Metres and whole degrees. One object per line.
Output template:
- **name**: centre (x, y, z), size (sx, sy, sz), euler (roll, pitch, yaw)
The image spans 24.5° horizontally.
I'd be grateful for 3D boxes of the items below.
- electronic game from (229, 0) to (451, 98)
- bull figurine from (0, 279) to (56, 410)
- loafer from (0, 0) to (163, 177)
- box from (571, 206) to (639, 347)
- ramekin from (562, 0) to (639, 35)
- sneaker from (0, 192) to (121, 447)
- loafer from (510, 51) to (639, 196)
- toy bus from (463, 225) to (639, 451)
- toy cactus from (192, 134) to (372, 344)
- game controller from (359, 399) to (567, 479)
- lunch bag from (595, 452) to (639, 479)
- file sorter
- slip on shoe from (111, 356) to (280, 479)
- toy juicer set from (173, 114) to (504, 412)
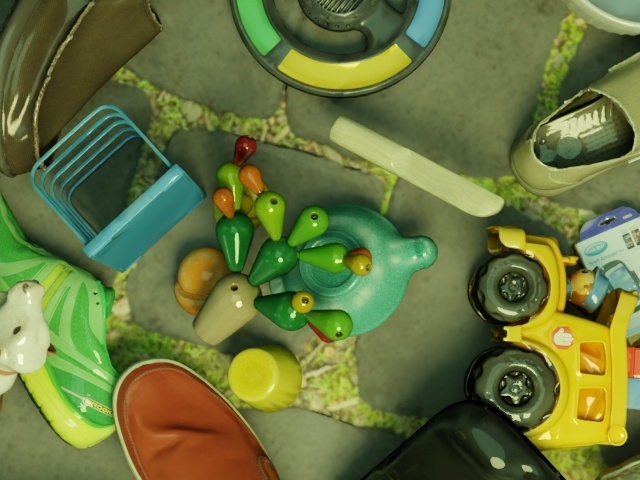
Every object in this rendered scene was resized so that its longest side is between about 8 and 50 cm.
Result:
- **electronic game**: centre (0.020, -0.259, 1.509), size (0.229, 0.048, 0.229), euler (0, 86, 1)
- **bull figurine**: centre (-0.343, 0.095, 1.382), size (0.101, 0.310, 0.188), euler (-22, 71, -35)
- **loafer**: centre (-0.224, -0.226, 1.467), size (0.130, 0.134, 0.366), euler (21, 87, 2)
- **box**: centre (0.313, 0.037, 1.495), size (0.081, 0.028, 0.136), euler (-23, 84, 0)
- **ramekin**: centre (0.319, -0.302, 1.478), size (0.207, 0.109, 0.207), euler (0, 85, 1)
- **sneaker**: centre (-0.272, 0.060, 1.475), size (0.123, 0.109, 0.295), euler (-29, 89, -16)
- **loafer**: centre (0.312, -0.126, 1.458), size (0.268, 0.092, 0.102), euler (-33, 87, 8)
- **toy bus**: centre (0.248, 0.098, 1.427), size (0.211, 0.149, 0.220), euler (1, 86, 3)
- **toy cactus**: centre (-0.053, 0.026, 1.404), size (0.180, 0.112, 0.219), euler (-46, 75, 24)
- **game controller**: centre (0.096, 0.288, 1.399), size (0.319, 0.067, 0.166), euler (-45, 76, 29)
- **lunch bag**: centre (0.432, 0.269, 1.384), size (0.305, 0.212, 0.256), euler (-28, 87, -2)
- **file sorter**: centre (-0.198, -0.051, 1.438), size (0.118, 0.170, 0.104), euler (-43, 84, -2)
- **slip on shoe**: centre (-0.083, 0.245, 1.389), size (0.123, 0.101, 0.331), euler (-29, 75, -21)
- **toy juicer set**: centre (0.000, 0.000, 1.479), size (0.329, 0.089, 0.209), euler (-41, 73, 6)
